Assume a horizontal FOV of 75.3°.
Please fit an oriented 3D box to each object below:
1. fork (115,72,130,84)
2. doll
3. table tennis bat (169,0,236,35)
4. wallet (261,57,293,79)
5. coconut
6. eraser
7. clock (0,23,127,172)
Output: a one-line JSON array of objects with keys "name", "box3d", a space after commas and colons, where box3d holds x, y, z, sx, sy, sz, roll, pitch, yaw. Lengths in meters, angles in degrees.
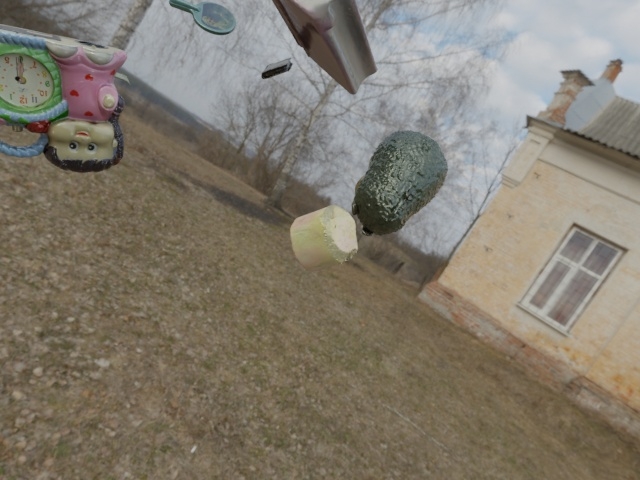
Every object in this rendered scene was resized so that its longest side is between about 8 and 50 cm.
[{"name": "fork", "box3d": [-0.532, -0.420, 1.031, 0.034, 0.028, 0.219, 61, 5, -6]}, {"name": "doll", "box3d": [0.227, -0.167, 1.250, 0.247, 0.349, 0.247, 26, -27, 14]}, {"name": "table tennis bat", "box3d": [-0.423, -0.821, 1.499, 0.237, 0.149, 0.038, 17, -27, -14]}, {"name": "wallet", "box3d": [-0.159, -0.640, 1.542, 0.198, 0.110, 0.031, -90, 163, -61]}, {"name": "coconut", "box3d": [0.000, 0.000, 0.777, 0.122, 0.116, 0.116, -20, -35, 38]}, {"name": "eraser", "box3d": [-0.003, -0.569, 1.074, 0.272, 0.122, 0.359, 49, 9, 15]}, {"name": "clock", "box3d": [-0.392, -0.200, 0.613, 0.194, 0.195, 0.100, -3, 32, -31]}]
